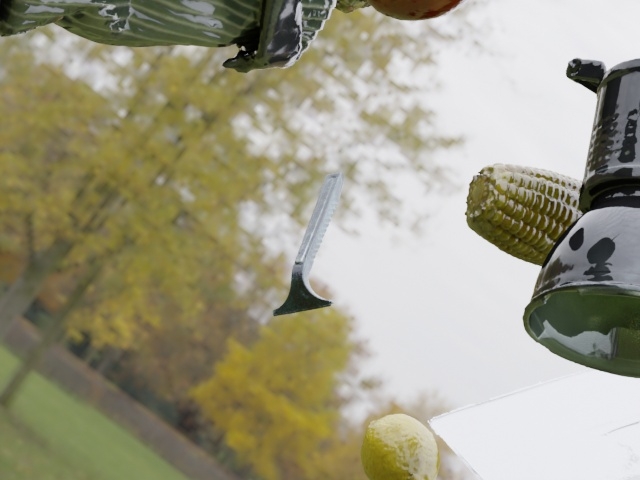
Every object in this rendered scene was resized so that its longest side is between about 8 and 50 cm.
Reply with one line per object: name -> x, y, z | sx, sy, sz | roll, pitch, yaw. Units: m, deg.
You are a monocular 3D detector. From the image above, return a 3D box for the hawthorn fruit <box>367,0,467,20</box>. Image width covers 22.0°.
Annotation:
hawthorn fruit -> 0.069, -0.212, 1.055 | 0.125, 0.140, 0.125 | 41, -5, 4

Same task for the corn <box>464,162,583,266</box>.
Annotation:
corn -> 0.206, -0.008, 1.270 | 0.231, 0.080, 0.080 | 17, 3, -31

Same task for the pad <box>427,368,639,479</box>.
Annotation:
pad -> 0.234, 0.179, 1.535 | 0.156, 0.232, 0.004 | 45, -39, 48

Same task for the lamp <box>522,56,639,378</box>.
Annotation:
lamp -> 0.235, -0.037, 1.131 | 0.147, 0.227, 0.172 | 26, -26, -26

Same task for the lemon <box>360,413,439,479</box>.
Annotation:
lemon -> 0.064, 0.176, 1.360 | 0.065, 0.065, 0.092 | 42, 7, -36

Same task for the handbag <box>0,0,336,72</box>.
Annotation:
handbag -> -0.114, -0.224, 0.840 | 0.247, 0.240, 0.341 | 26, 14, 28

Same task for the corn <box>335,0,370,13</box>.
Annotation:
corn -> -0.042, -0.288, 1.347 | 0.253, 0.086, 0.086 | 43, -9, -16

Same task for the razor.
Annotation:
razor -> -0.003, -0.004, 1.668 | 0.066, 0.190, 0.033 | -11, -50, 26
